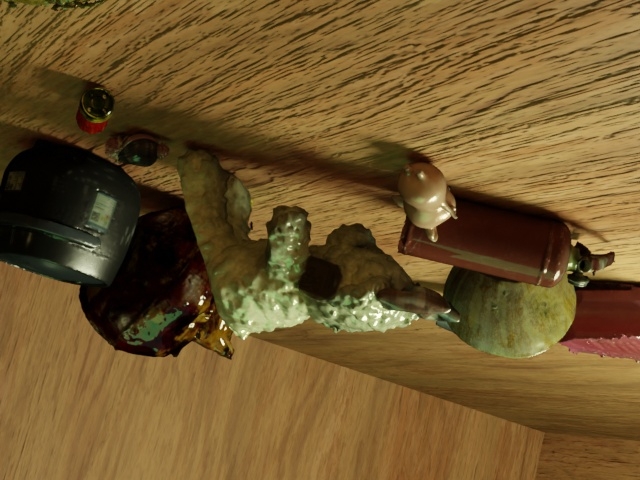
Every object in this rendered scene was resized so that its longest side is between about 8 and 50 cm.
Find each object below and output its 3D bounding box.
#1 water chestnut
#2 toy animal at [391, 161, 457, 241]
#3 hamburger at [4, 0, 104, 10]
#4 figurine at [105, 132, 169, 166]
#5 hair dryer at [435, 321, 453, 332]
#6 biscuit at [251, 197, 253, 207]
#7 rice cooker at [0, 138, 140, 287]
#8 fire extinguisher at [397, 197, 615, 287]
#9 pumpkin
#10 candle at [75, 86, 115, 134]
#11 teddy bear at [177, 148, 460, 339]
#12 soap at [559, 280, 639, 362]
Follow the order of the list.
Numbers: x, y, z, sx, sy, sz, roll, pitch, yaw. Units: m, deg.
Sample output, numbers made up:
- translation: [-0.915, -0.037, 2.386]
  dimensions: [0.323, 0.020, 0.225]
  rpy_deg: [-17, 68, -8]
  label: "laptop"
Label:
- translation: [-0.281, 0.103, 2.371]
  dimensions: [0.347, 0.335, 0.335]
  rpy_deg: [53, 160, -5]
  label: "water chestnut"
- translation: [0.147, -0.067, 1.757]
  dimensions: [0.089, 0.083, 0.150]
  rpy_deg: [-14, 148, 3]
  label: "toy animal"
- translation: [-0.312, -0.314, 1.099]
  dimensions: [0.284, 0.134, 0.265]
  rpy_deg: [10, 161, -4]
  label: "hamburger"
- translation: [-0.304, -0.144, 1.987]
  dimensions: [0.072, 0.054, 0.129]
  rpy_deg: [18, 169, -34]
  label: "figurine"
- translation: [0.346, 0.128, 2.394]
  dimensions: [0.235, 0.091, 0.272]
  rpy_deg: [4, 162, 5]
  label: "hair dryer"
- translation: [-0.162, -0.074, 2.199]
  dimensions: [0.084, 0.023, 0.084]
  rpy_deg: [14, 169, 3]
  label: "biscuit"
- translation: [-0.465, -0.046, 2.203]
  dimensions: [0.267, 0.224, 0.267]
  rpy_deg: [14, 169, 3]
  label: "rice cooker"
- translation: [0.293, 0.002, 1.876]
  dimensions: [0.337, 0.106, 0.147]
  rpy_deg: [14, -162, 4]
  label: "fire extinguisher"
- translation: [0.299, 0.067, 1.939]
  dimensions: [0.217, 0.217, 0.110]
  rpy_deg: [10, 141, 19]
  label: "pumpkin"
- translation: [-0.339, -0.192, 1.827]
  dimensions: [0.052, 0.052, 0.130]
  rpy_deg: [17, 168, -12]
  label: "candle"
- translation: [0.000, 0.000, 1.938]
  dimensions: [0.362, 0.375, 0.327]
  rpy_deg: [-18, 158, 12]
  label: "teddy bear"
- translation: [0.546, 0.147, 2.176]
  dimensions: [0.289, 0.112, 0.182]
  rpy_deg: [0, 163, 45]
  label: "soap"
